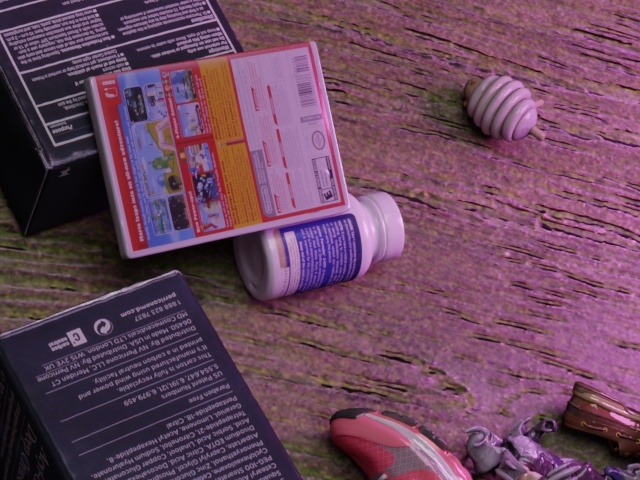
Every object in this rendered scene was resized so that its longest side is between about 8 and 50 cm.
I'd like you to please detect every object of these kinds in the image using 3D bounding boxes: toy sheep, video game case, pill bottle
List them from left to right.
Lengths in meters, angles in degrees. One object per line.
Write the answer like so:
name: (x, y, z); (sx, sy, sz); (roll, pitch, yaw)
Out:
video game case: (-0.112, -0.105, 1.933); (0.285, 0.025, 0.204); (-13, 92, -28)
pill bottle: (0.000, 0.000, 2.050); (0.186, 0.112, 0.112); (-12, 67, -24)
toy sheep: (0.242, -0.172, 2.243); (0.132, 0.091, 0.091); (33, 55, 24)

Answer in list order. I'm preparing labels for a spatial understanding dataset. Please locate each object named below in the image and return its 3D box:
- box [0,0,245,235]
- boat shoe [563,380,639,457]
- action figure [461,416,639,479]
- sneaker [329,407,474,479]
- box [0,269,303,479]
box: (-0.266, -0.202, 2.030); (0.296, 0.183, 0.294); (-19, 70, -27)
boat shoe: (0.373, 0.233, 2.082); (0.178, 0.064, 0.060); (27, 90, -12)
action figure: (0.284, 0.272, 1.982); (0.285, 0.099, 0.185); (25, 17, -17)
sneaker: (0.119, 0.312, 1.917); (0.314, 0.116, 0.136); (39, 67, 9)
box: (-0.162, 0.287, 1.713); (0.212, 0.293, 0.395); (-22, 66, -27)
